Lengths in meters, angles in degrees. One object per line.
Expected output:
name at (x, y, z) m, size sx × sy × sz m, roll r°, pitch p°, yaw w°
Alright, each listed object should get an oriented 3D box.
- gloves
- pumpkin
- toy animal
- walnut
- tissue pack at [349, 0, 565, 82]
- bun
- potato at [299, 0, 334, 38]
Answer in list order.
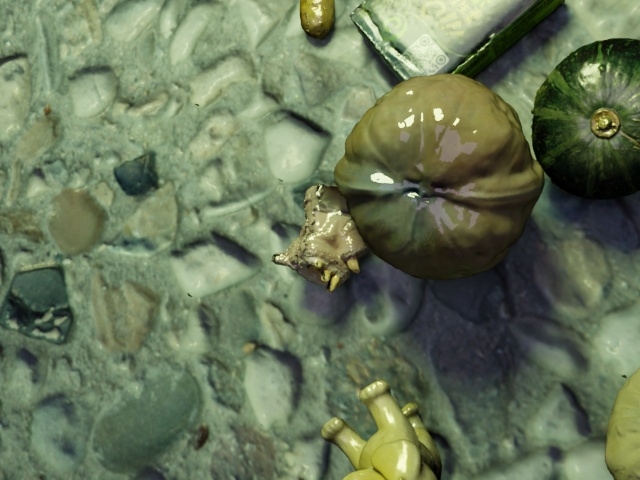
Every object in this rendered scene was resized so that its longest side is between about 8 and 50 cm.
gloves at (0.009, -0.002, 1.021) m, size 0.110 × 0.094 × 0.144 m, roll 28°, pitch 70°, yaw -4°
pumpkin at (0.339, -0.141, 0.895) m, size 0.190 × 0.146 × 0.190 m, roll -1°, pitch 86°, yaw 17°
toy animal at (0.083, 0.268, 0.900) m, size 0.121 × 0.233 × 0.168 m, roll -39°, pitch 65°, yaw 5°
walnut at (0.143, -0.076, 0.912) m, size 0.248 × 0.248 × 0.248 m, roll -2°, pitch 83°, yaw 18°
tissue pack at (0.177, -0.308, 1.007) m, size 0.235 × 0.073 × 0.173 m, roll -40°, pitch 74°, yaw 10°
bun at (0.407, 0.214, 0.826) m, size 0.179 × 0.128 × 0.193 m, roll 12°, pitch 70°, yaw 31°
potato at (-0.005, -0.330, 1.088) m, size 0.051 × 0.040 × 0.083 m, roll 2°, pitch 86°, yaw 6°
